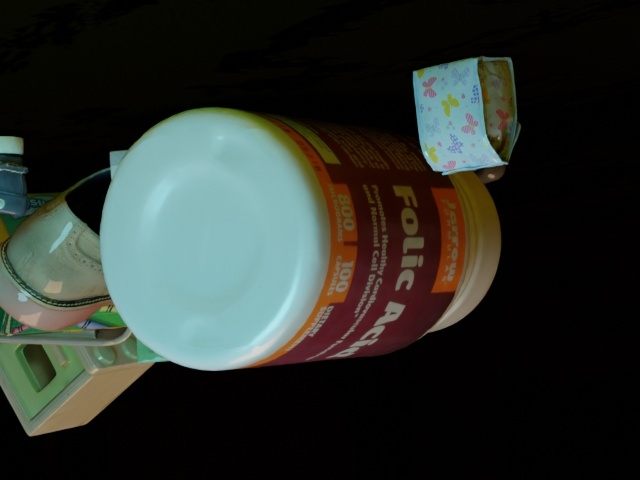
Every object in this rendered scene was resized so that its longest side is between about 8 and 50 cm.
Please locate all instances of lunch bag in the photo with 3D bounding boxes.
[{"bbox_3d":[0.113,-0.095,1.346,0.053,0.083,0.071,-2,175,-44],"label":"lunch bag"}]

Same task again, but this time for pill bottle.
[{"bbox_3d":[0.000,0.000,1.610,0.224,0.224,0.392,-7,176,31],"label":"pill bottle"}]

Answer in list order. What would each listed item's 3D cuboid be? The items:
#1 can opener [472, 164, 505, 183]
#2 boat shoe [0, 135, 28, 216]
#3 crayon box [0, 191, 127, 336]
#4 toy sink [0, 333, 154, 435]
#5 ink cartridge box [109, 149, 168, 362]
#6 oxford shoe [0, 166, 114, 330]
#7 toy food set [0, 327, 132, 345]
[{"bbox_3d":[0.139,-0.061,2.021,0.074,0.093,0.280,-3,172,-16],"label":"can opener"},{"bbox_3d":[-0.381,-0.044,1.522,0.255,0.079,0.095,-5,177,-8],"label":"boat shoe"},{"bbox_3d":[-0.264,0.021,2.076,0.278,0.081,0.165,-3,-139,-29],"label":"crayon box"},{"bbox_3d":[-0.323,0.132,2.354,0.234,0.152,0.131,-41,161,29],"label":"toy sink"},{"bbox_3d":[-0.142,0.012,1.728,0.109,0.209,0.062,-5,174,3],"label":"ink cartridge box"},{"bbox_3d":[-0.200,-0.012,1.906,0.146,0.140,0.397,-47,174,25],"label":"oxford shoe"},{"bbox_3d":[-0.344,0.036,2.218,0.306,0.092,0.219,1,-152,12],"label":"toy food set"}]
